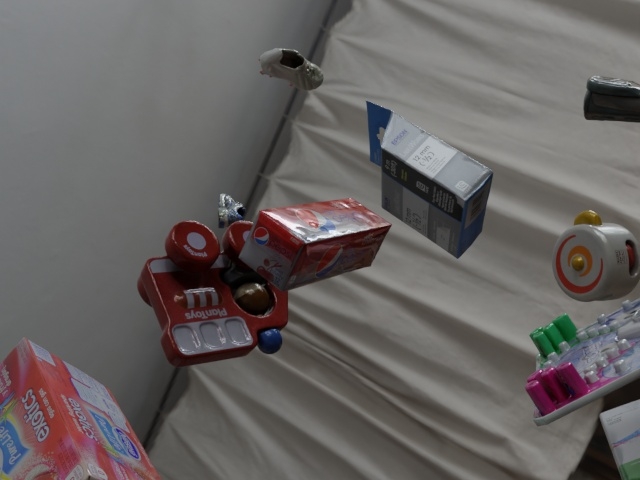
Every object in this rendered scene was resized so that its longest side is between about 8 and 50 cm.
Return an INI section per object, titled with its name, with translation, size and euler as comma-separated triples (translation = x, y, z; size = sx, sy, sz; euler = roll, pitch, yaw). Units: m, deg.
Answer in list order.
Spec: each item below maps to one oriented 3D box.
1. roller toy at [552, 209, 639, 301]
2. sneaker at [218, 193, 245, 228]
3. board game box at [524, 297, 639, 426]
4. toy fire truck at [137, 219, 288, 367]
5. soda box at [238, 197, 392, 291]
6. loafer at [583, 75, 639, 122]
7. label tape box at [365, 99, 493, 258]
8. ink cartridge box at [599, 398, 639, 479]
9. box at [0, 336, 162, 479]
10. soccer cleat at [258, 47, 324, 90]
[roller toy]
translation = 0.672, 0.051, 2.031
size = 0.146, 0.191, 0.209
euler = -2, -53, -33
[sneaker]
translation = -0.188, -0.060, 1.765
size = 0.135, 0.058, 0.052
euler = -102, 13, -63
[board game box]
translation = 0.443, 0.081, 1.077
size = 0.389, 0.050, 0.390
euler = -32, -4, 15
[toy fire truck]
translation = -0.185, 0.110, 1.552
size = 0.302, 0.254, 0.169
euler = -1, -34, -41
[soda box]
translation = 0.000, 0.000, 1.239
size = 0.263, 0.092, 0.084
euler = -13, -46, -58
[loafer]
translation = 0.628, -0.243, 1.555
size = 0.096, 0.267, 0.084
euler = -35, -43, -54
[label tape box]
translation = 0.218, -0.142, 1.928
size = 0.115, 0.347, 0.249
euler = -47, -24, -21
[ink cartridge box]
translation = 0.529, 0.378, 1.250
size = 0.117, 0.202, 0.278
euler = -24, 4, 14
[box]
translation = -0.304, 0.267, 0.976
size = 0.142, 0.300, 0.154
euler = -49, -51, -3
[soccer cleat]
translation = -0.048, -0.368, 1.781
size = 0.196, 0.076, 0.068
euler = 4, -107, -50
